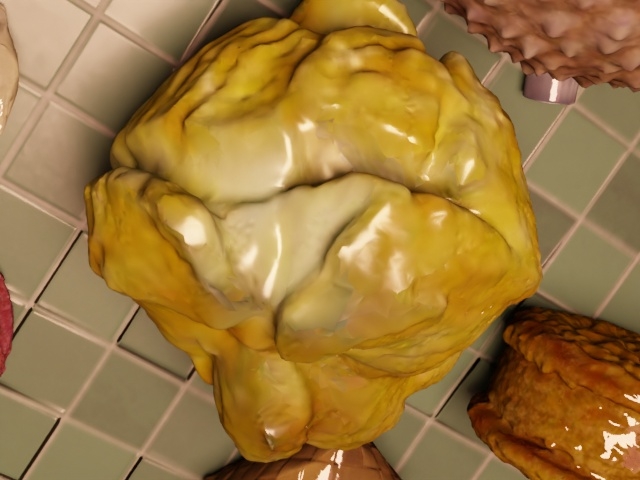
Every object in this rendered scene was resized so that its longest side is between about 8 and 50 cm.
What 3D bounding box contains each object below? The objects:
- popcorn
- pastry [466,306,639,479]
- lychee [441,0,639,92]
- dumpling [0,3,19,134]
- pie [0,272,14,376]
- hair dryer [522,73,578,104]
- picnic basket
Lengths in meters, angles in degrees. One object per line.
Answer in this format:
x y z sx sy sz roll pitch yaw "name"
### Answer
0.005 0.000 0.669 0.225 0.276 0.276 -51 119 -32 "popcorn"
0.202 0.119 0.788 0.188 0.189 0.103 17 101 -20 "pastry"
0.179 -0.228 0.613 0.300 0.300 0.300 -5 110 -13 "lychee"
-0.210 -0.103 0.666 0.057 0.052 0.076 -4 108 -19 "dumpling"
-0.272 0.055 0.715 0.154 0.036 0.154 -4 109 -13 "pie"
0.197 -0.127 0.781 0.114 0.037 0.063 1 107 -23 "hair dryer"
0.011 0.222 0.797 0.137 0.128 0.178 -30 96 0 "picnic basket"
